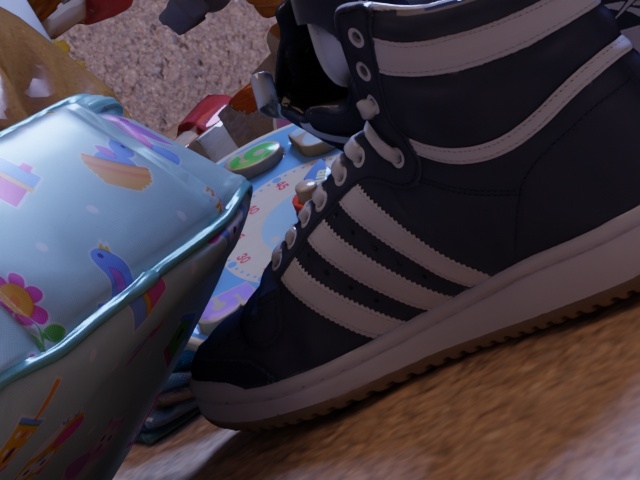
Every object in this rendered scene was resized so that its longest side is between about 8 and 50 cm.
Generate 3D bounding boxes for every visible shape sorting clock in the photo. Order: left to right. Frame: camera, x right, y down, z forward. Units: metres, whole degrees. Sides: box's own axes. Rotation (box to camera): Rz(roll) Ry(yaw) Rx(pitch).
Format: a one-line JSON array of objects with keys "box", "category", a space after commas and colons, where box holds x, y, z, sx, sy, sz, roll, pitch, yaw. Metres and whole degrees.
[{"box": [-0.003, -0.013, 0.966, 0.206, 0.040, 0.206, -14, 32, 9], "category": "shape sorting clock"}]

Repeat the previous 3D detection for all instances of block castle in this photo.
[{"box": [-0.106, -0.236, 1.788, 0.213, 0.303, 0.453, -41, 2, -34], "category": "block castle"}]

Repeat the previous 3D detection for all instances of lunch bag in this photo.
[{"box": [-0.149, 0.072, 0.760, 0.224, 0.108, 0.279, -60, -9, 29], "category": "lunch bag"}]

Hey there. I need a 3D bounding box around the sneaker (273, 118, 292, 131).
[{"box": [0.051, -0.139, 1.575, 0.236, 0.095, 0.104, -34, 1, -15], "category": "sneaker"}]

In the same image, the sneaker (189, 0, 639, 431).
[{"box": [0.025, -0.024, 0.773, 0.282, 0.153, 0.099, -24, 10, 38], "category": "sneaker"}]

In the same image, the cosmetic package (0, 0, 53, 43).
[{"box": [-0.365, -0.128, 1.694, 0.230, 0.453, 0.161, -29, 9, 16], "category": "cosmetic package"}]

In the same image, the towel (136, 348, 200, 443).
[{"box": [0.000, 0.000, 1.111, 0.370, 0.040, 0.271, -34, 10, -21], "category": "towel"}]

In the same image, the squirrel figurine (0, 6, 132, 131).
[{"box": [-0.322, -0.126, 1.285, 0.281, 0.397, 0.370, -22, -17, 9], "category": "squirrel figurine"}]

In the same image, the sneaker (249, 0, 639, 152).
[{"box": [0.064, -0.108, 0.828, 0.235, 0.094, 0.153, -26, -21, 37], "category": "sneaker"}]
